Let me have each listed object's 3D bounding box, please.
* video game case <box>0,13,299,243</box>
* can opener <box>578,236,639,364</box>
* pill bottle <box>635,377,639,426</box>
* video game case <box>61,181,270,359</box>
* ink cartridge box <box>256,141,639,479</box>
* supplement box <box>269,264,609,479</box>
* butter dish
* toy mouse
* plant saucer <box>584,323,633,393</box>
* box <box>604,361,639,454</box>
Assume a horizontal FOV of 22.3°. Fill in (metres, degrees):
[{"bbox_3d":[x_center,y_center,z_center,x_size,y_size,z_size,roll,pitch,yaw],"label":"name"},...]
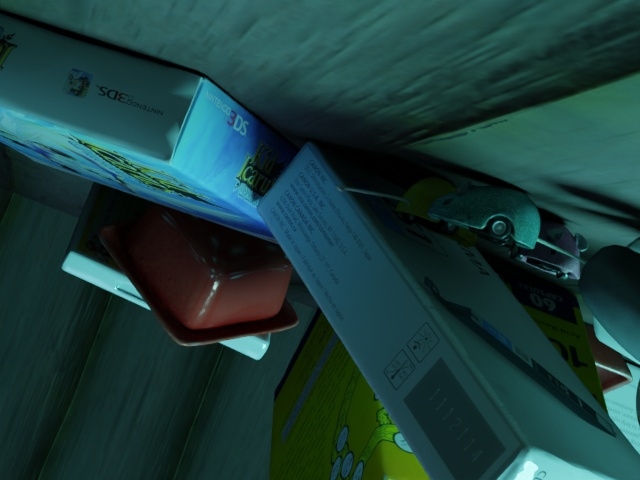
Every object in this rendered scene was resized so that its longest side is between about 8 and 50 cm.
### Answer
[{"bbox_3d":[-0.142,-0.077,1.079,0.244,0.061,0.269,18,174,21],"label":"video game case"},{"bbox_3d":[0.257,0.091,0.834,0.280,0.074,0.093,30,-145,15],"label":"can opener"},{"bbox_3d":[0.315,0.131,1.117,0.208,0.119,0.119,24,174,-42],"label":"pill bottle"},{"bbox_3d":[-0.140,0.014,1.592,0.206,0.026,0.227,26,-156,-10],"label":"video game case"},{"bbox_3d":[0.119,0.084,0.999,0.261,0.066,0.296,26,-159,-40],"label":"ink cartridge box"},{"bbox_3d":[0.085,0.168,1.188,0.194,0.195,0.356,21,-154,-11],"label":"supplement box"},{"bbox_3d":[-0.093,0.003,1.478,0.160,0.118,0.160,-7,-131,-46],"label":"butter dish"},{"bbox_3d":[0.113,-0.008,0.942,0.161,0.031,0.143,24,174,-37],"label":"toy mouse"},{"bbox_3d":[0.145,0.096,1.587,0.258,0.048,0.259,21,161,-8],"label":"plant saucer"},{"bbox_3d":[0.281,0.302,1.820,0.215,0.345,0.168,23,175,-17],"label":"box"}]
